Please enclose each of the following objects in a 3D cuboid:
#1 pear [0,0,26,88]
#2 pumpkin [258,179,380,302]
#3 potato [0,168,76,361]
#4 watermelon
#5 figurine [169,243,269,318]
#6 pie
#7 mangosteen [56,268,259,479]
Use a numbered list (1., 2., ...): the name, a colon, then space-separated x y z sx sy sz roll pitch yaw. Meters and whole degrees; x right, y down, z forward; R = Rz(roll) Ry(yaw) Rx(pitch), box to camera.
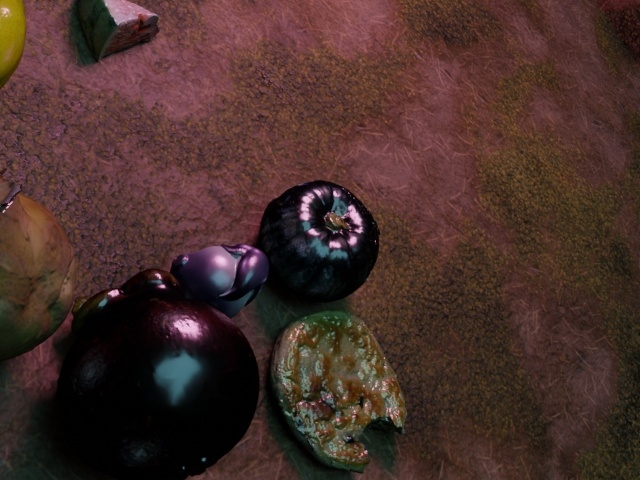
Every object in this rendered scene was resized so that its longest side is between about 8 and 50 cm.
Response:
1. pear: -0.537 -0.299 1.408 0.187 0.187 0.219 51 51 -8
2. pumpkin: 0.000 0.000 1.718 0.233 0.163 0.233 16 53 -22
3. potato: -0.469 0.063 1.267 0.289 0.301 0.237 -33 119 -21
4. watermelon: -0.351 -0.378 1.668 0.158 0.098 0.121 23 57 -34
5. figurine: -0.184 0.076 1.547 0.222 0.145 0.145 -40 96 -38
6. pie: 0.035 0.262 1.687 0.303 0.067 0.302 16 61 -32
7. mangosteen: -0.229 0.193 1.351 0.297 0.297 0.313 23 53 -29
